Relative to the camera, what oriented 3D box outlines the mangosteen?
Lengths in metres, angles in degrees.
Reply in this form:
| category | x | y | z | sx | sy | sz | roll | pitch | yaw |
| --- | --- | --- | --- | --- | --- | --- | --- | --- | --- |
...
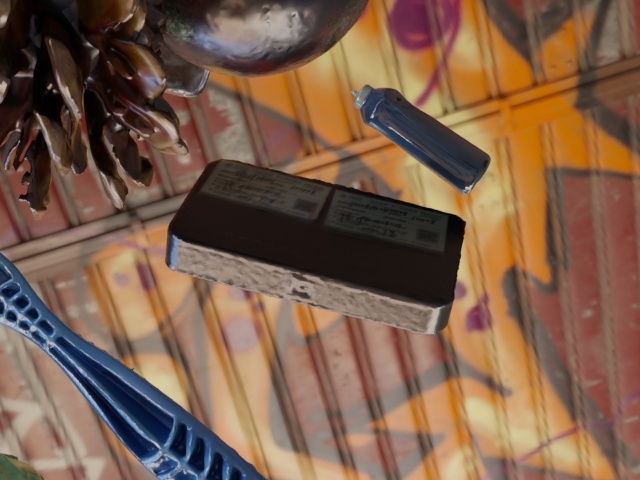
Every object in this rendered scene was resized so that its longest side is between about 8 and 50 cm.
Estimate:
| category | x | y | z | sx | sy | sz | roll | pitch | yaw |
| --- | --- | --- | --- | --- | --- | --- | --- | --- | --- |
| mangosteen | -0.076 | -0.322 | 1.015 | 0.311 | 0.311 | 0.311 | 162 | 90 | -86 |

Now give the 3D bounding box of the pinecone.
| category | x | y | z | sx | sy | sz | roll | pitch | yaw |
| --- | --- | --- | --- | --- | --- | --- | --- | --- | --- |
| pinecone | -0.310 | -0.170 | 0.839 | 0.384 | 0.385 | 0.384 | 162 | 90 | -86 |

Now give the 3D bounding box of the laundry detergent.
| category | x | y | z | sx | sy | sz | roll | pitch | yaw |
| --- | --- | --- | --- | --- | --- | --- | --- | --- | --- |
| laundry detergent | 0.128 | -0.142 | 1.298 | 0.206 | 0.061 | 0.096 | 35 | -152 | -1 |

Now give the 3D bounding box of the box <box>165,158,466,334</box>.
| category | x | y | z | sx | sy | sz | roll | pitch | yaw |
| --- | --- | --- | --- | --- | --- | --- | --- | --- | --- |
| box | 0.000 | 0.000 | 1.212 | 0.211 | 0.350 | 0.058 | -68 | -10 | -56 |

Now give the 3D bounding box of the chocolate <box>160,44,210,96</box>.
| category | x | y | z | sx | sy | sz | roll | pitch | yaw |
| --- | --- | --- | --- | --- | --- | --- | --- | --- | --- |
| chocolate | -0.259 | -0.253 | 1.167 | 0.080 | 0.254 | 0.156 | 168 | 104 | -66 |

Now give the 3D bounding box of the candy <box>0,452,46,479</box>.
| category | x | y | z | sx | sy | sz | roll | pitch | yaw |
| --- | --- | --- | --- | --- | --- | --- | --- | --- | --- |
| candy | -0.317 | 0.177 | 0.614 | 0.440 | 0.119 | 0.119 | 40 | -153 | -62 |

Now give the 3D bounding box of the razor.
| category | x | y | z | sx | sy | sz | roll | pitch | yaw |
| --- | --- | --- | --- | --- | --- | --- | --- | --- | --- |
| razor | -0.121 | 0.067 | 0.505 | 0.253 | 0.082 | 0.042 | 38 | -176 | 4 |
